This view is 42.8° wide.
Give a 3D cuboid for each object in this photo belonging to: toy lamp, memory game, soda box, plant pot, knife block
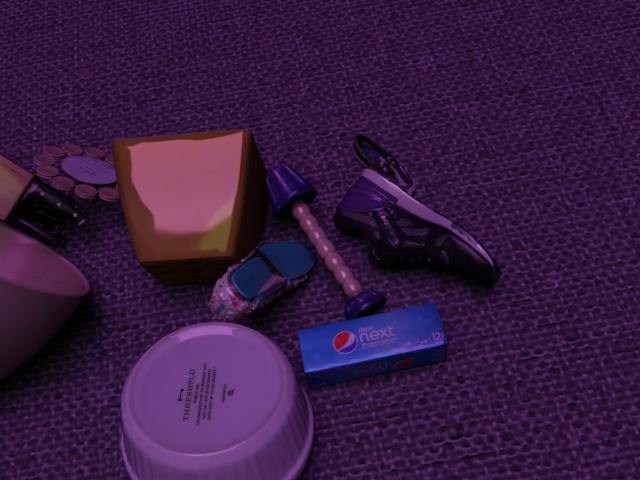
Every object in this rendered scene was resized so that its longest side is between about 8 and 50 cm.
[{"bbox_3d":[0.000,0.000,1.273,0.080,0.080,0.274,-29,73,-11],"label":"toy lamp"},{"bbox_3d":[-0.393,-0.116,1.387,0.186,0.012,0.186,17,27,-9],"label":"memory game"},{"bbox_3d":[0.077,0.155,1.201,0.210,0.067,0.071,-11,59,0],"label":"soda box"},{"bbox_3d":[-0.195,-0.038,1.280,0.212,0.212,0.187,-4,73,4],"label":"plant pot"},{"bbox_3d":[-0.513,-0.089,1.299,0.242,0.276,0.088,27,83,33],"label":"knife block"}]

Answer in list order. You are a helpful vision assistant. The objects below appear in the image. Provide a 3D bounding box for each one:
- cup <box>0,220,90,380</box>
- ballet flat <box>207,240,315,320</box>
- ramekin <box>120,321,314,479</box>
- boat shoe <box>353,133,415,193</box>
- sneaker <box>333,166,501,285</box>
[{"bbox_3d":[-0.543,0.100,1.195,0.331,0.331,0.236,30,94,21],"label":"cup"},{"bbox_3d":[-0.094,0.058,1.233,0.091,0.241,0.077,51,119,9],"label":"ballet flat"},{"bbox_3d":[-0.146,0.232,1.114,0.273,0.127,0.272,-2,46,2],"label":"ramekin"},{"bbox_3d":[0.104,-0.128,1.381,0.049,0.040,0.142,-39,63,-16],"label":"boat shoe"},{"bbox_3d":[0.144,0.010,1.277,0.283,0.107,0.124,36,84,28],"label":"sneaker"}]
